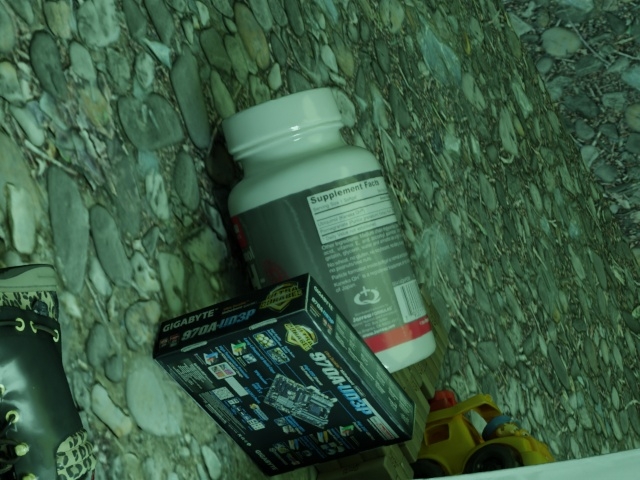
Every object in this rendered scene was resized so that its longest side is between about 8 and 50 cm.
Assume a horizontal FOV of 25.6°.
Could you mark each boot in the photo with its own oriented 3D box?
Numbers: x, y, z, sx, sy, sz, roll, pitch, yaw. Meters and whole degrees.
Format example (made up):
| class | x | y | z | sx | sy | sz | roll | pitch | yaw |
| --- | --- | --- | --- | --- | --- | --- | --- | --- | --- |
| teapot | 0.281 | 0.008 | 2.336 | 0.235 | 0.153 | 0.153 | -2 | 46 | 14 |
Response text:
| class | x | y | z | sx | sy | sz | roll | pitch | yaw |
| --- | --- | --- | --- | --- | --- | --- | --- | --- | --- |
| boot | -0.258 | 0.117 | 1.066 | 0.236 | 0.085 | 0.178 | -16 | 90 | -65 |

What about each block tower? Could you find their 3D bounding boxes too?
| class | x | y | z | sx | sy | sz | roll | pitch | yaw |
| --- | --- | --- | --- | --- | --- | --- | --- | --- | --- |
| block tower | 0.077 | 0.179 | 1.694 | 0.091 | 0.097 | 0.335 | 60 | 26 | -24 |

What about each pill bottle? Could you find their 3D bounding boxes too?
| class | x | y | z | sx | sy | sz | roll | pitch | yaw |
| --- | --- | --- | --- | --- | --- | --- | --- | --- | --- |
| pill bottle | 0.000 | 0.000 | 1.561 | 0.176 | 0.176 | 0.318 | -15 | 87 | -65 |

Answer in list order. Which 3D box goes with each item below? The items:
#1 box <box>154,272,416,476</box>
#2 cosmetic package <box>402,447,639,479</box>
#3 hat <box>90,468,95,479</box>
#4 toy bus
| class | x | y | z | sx | sy | sz | roll | pitch | yaw |
| --- | --- | --- | --- | --- | --- | --- | --- | --- | --- |
| box | -0.032 | 0.141 | 1.402 | 0.220 | 0.175 | 0.051 | 51 | 31 | -35 |
| cosmetic package | 0.222 | 0.427 | 1.409 | 0.393 | 0.329 | 0.327 | 75 | 7 | -64 |
| hat | -0.208 | 0.300 | 1.110 | 0.208 | 0.183 | 0.173 | -34 | 95 | -20 |
| toy bus | 0.178 | 0.261 | 1.711 | 0.149 | 0.220 | 0.211 | 50 | 26 | -43 |
